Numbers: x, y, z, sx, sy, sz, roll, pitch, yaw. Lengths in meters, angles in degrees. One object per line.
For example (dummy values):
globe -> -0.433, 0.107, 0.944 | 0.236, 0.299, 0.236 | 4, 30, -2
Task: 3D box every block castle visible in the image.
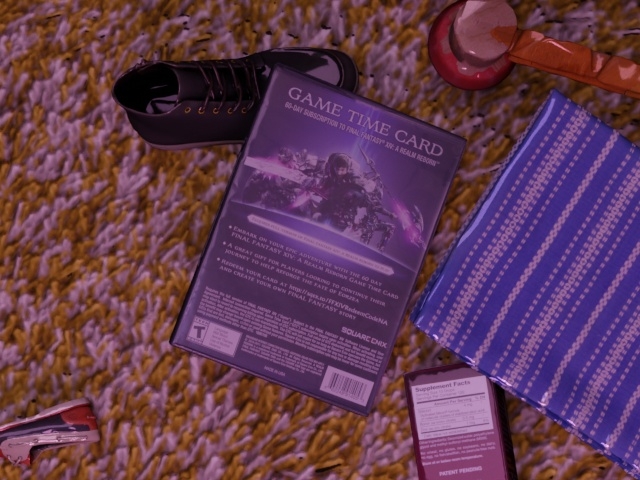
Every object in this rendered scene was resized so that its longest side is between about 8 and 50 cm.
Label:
block castle -> 0.284, -0.326, 1.738 | 0.303, 0.213, 0.453 | 15, 90, 0

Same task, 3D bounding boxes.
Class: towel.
towel -> 0.270, 0.060, 1.689 | 0.336, 0.040, 0.243 | 33, 87, -14

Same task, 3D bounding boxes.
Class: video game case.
video game case -> 0.000, 0.000, 1.786 | 0.196, 0.026, 0.274 | 21, 84, -12

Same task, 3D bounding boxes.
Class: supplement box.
supplement box -> 0.131, 0.206, 1.726 | 0.081, 0.104, 0.188 | -10, 79, 9

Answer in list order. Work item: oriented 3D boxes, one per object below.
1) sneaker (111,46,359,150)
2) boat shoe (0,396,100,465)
sneaker -> -0.077, -0.136, 1.811 | 0.222, 0.118, 0.083 | -14, 79, 8
boat shoe -> -0.274, 0.189, 1.832 | 0.137, 0.049, 0.043 | -20, 80, 2
